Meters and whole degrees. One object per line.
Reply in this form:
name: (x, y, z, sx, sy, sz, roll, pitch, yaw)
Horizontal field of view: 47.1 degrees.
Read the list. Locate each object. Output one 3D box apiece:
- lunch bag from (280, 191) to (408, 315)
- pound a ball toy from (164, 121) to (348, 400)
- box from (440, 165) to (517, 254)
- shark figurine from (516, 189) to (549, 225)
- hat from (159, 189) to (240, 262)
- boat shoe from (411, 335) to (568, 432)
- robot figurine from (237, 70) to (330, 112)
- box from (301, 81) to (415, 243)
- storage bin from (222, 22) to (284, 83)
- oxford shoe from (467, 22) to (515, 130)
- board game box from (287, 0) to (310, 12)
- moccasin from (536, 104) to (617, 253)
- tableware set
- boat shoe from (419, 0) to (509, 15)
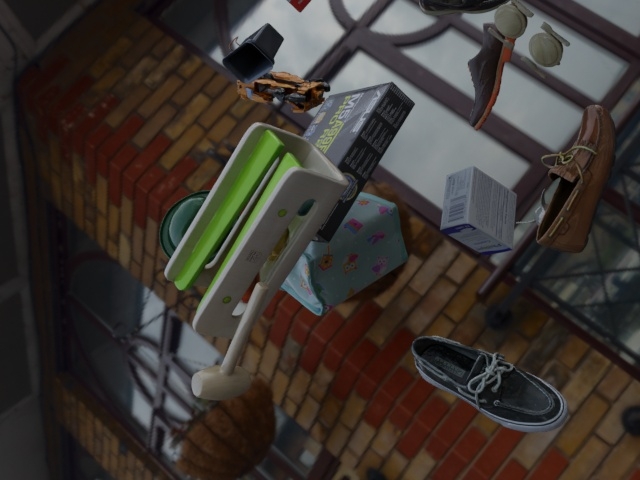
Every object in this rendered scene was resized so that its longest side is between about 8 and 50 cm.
lunch bag: (0.000, 0.000, 1.418, 0.223, 0.262, 0.160, -31, -57, -24)
pound a ball toy: (-0.077, 0.036, 0.988, 0.136, 0.208, 0.319, 14, -63, -42)
box: (0.307, -0.055, 1.418, 0.072, 0.137, 0.126, -19, 53, 49)
shark figurine: (0.651, -0.085, 2.080, 0.278, 0.166, 0.116, -53, -37, -78)
hat: (-0.264, -0.059, 1.476, 0.209, 0.173, 0.183, -19, -24, 7)
boat shoe: (0.312, 0.257, 1.380, 0.113, 0.306, 0.105, -53, -34, -15)
robot figurine: (-0.112, -0.480, 2.358, 0.211, 0.291, 0.085, -34, -45, -44)
box: (0.013, -0.128, 1.210, 0.270, 0.060, 0.216, -58, 24, -11)
storage bin: (-0.152, -0.437, 1.678, 0.135, 0.098, 0.091, -17, 39, 52)
oxford shoe: (0.416, -0.418, 1.871, 0.097, 0.098, 0.271, -48, -26, -72)
board game box: (-0.060, -0.790, 1.828, 0.308, 0.302, 0.086, -42, 15, 30)
moccasin: (0.639, -0.161, 1.864, 0.139, 0.147, 0.380, -114, 40, -80)
tableware set: (0.493, -0.486, 1.720, 0.039, 0.194, 0.128, -41, -12, -26)
boat shoe: (0.429, -0.725, 2.159, 0.092, 0.285, 0.102, -8, -85, -74)
